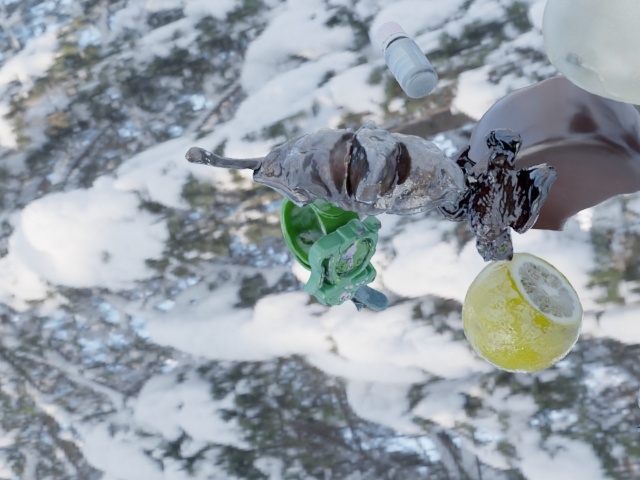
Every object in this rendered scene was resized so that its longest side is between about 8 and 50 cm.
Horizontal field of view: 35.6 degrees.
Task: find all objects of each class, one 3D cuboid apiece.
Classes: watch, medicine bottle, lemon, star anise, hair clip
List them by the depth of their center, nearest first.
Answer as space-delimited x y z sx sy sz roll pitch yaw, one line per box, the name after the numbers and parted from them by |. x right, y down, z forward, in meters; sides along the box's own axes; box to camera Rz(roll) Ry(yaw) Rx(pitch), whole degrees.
0.044 -0.105 1.346 0.359 0.316 0.139 7 -96 -51 | star anise
0.000 0.000 1.525 0.131 0.152 0.165 -26 -39 -31 | watch
0.028 0.057 1.769 0.229 0.070 0.039 42 -120 -34 | hair clip
0.396 0.160 2.025 0.240 0.219 0.240 22 -140 -20 | lemon
0.189 -0.412 2.246 0.083 0.083 0.203 41 -160 -50 | medicine bottle

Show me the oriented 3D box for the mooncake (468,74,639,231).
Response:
0.440 -0.158 1.821 0.326 0.333 0.174 101 173 -57 | mooncake

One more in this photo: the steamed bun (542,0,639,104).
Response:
0.472 -0.332 1.460 0.283 0.283 0.177 -69 -12 -51 | steamed bun

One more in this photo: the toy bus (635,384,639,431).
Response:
0.606 0.188 1.566 0.175 0.138 0.288 31 -110 -50 | toy bus

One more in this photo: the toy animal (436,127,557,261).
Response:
0.264 -0.062 1.477 0.116 0.218 0.179 -37 -59 -37 | toy animal
